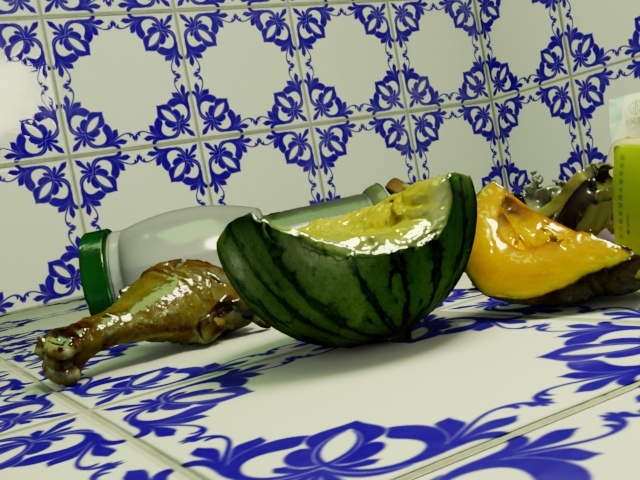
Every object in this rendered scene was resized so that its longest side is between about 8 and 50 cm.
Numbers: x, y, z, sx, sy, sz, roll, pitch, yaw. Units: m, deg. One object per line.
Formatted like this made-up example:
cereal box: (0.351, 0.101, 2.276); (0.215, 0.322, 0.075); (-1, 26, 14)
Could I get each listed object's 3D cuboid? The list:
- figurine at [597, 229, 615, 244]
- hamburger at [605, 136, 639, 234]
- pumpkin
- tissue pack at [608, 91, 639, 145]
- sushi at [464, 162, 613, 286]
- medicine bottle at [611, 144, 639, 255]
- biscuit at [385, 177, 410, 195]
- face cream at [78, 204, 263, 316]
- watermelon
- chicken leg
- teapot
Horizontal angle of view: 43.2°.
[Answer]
figurine: (0.524, -0.041, 1.518); (0.229, 0.137, 0.112); (-13, 33, 33)
hamburger: (0.562, -0.068, 1.225); (0.294, 0.179, 0.276); (-4, 9, -27)
pumpkin: (0.289, 0.043, 1.029); (0.130, 0.149, 0.254); (40, -3, -42)
tissue pack: (0.747, -0.170, 1.525); (0.193, 0.266, 0.356); (4, -8, -40)
sushi: (0.336, -0.016, 1.214); (0.139, 0.131, 0.291); (-5, -31, -38)
medicine bottle: (0.449, -0.032, 0.898); (0.141, 0.137, 0.250); (-1, 10, -13)
biscuit: (0.256, -0.051, 1.775); (0.049, 0.273, 0.257); (-55, 9, 3)
face cream: (-0.277, 0.048, 1.610); (0.356, 0.220, 0.312); (-11, 3, -1)
watermelon: (0.042, 0.040, 1.005); (0.330, 0.190, 0.331); (-10, -11, -2)
chicken leg: (-0.267, 0.107, 1.240); (0.361, 0.140, 0.211); (-8, 9, -34)
teapot: (0.000, 0.000, 1.816); (0.336, 0.200, 0.270); (-13, 2, -10)
